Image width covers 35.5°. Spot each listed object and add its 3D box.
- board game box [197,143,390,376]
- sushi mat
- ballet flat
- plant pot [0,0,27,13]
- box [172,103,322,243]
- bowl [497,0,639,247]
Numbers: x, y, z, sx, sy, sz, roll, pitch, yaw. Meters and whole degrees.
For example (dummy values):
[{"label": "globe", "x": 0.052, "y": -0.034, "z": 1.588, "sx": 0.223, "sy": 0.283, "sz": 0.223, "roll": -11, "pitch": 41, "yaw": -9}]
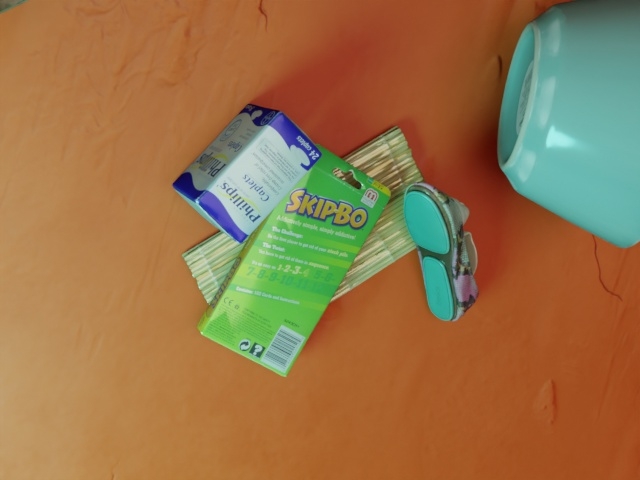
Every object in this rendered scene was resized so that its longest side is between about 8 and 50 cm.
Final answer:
[{"label": "board game box", "x": -0.029, "y": 0.022, "z": 1.189, "sx": 0.124, "sy": 0.039, "sz": 0.259, "roll": 30, "pitch": 93, "yaw": -22}, {"label": "sushi mat", "x": 0.000, "y": 0.000, "z": 1.224, "sx": 0.316, "sy": 0.019, "sz": 0.151, "roll": -32, "pitch": 110, "yaw": -10}, {"label": "ballet flat", "x": 0.156, "y": 0.002, "z": 1.238, "sx": 0.079, "sy": 0.076, "sz": 0.222, "roll": -40, "pitch": 132, "yaw": -28}, {"label": "plant pot", "x": -0.341, "y": -0.316, "z": 0.979, "sx": 0.167, "sy": 0.167, "sz": 0.165, "roll": -29, "pitch": 100, "yaw": -12}, {"label": "box", "x": -0.085, "y": -0.079, "z": 1.122, "sx": 0.072, "sy": 0.126, "sz": 0.137, "roll": 44, "pitch": 84, "yaw": -22}, {"label": "bowl", "x": 0.308, "y": -0.158, "z": 1.179, "sx": 0.163, "sy": 0.311, "sz": 0.312, "roll": 10, "pitch": 97, "yaw": 0}]
